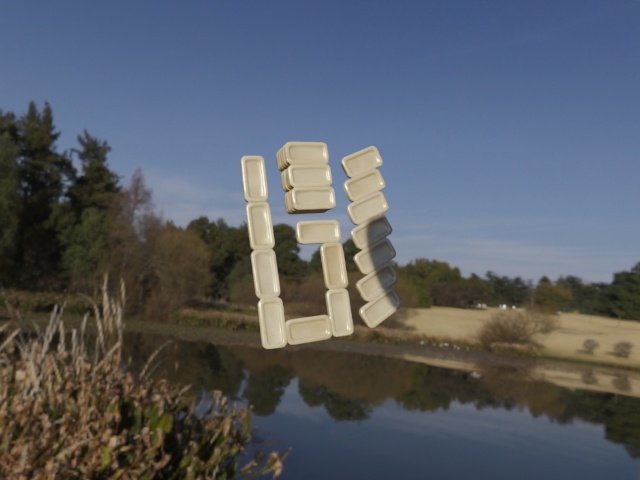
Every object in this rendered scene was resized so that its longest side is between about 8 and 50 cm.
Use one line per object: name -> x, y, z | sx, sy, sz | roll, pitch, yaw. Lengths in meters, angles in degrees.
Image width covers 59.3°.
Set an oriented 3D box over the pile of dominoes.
pile of dominoes -> 0.000, 0.000, 0.716 | 0.196, 0.251, 0.040 | -4, -9, -24
